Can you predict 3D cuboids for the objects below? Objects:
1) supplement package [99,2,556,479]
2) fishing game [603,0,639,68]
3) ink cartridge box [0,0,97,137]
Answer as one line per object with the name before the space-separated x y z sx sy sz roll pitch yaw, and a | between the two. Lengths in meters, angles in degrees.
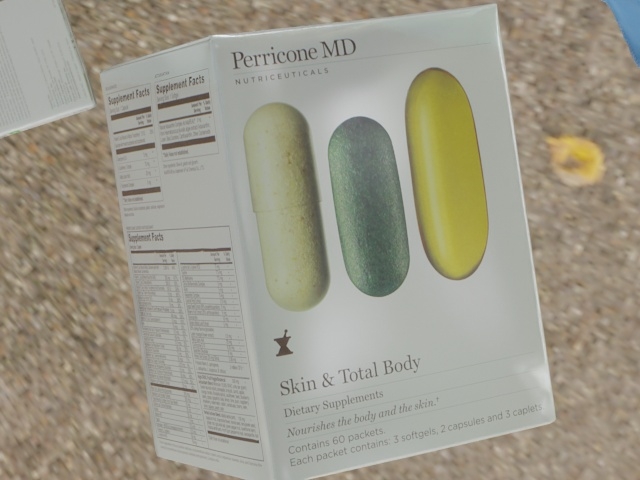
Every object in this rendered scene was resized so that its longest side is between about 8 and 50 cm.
supplement package | 0.000 0.000 1.167 0.199 0.198 0.263 -10 93 -25
fishing game | 0.153 -0.134 0.657 0.041 0.189 0.264 -14 95 -30
ink cartridge box | -0.174 -0.078 0.901 0.115 0.029 0.063 -18 94 -3
